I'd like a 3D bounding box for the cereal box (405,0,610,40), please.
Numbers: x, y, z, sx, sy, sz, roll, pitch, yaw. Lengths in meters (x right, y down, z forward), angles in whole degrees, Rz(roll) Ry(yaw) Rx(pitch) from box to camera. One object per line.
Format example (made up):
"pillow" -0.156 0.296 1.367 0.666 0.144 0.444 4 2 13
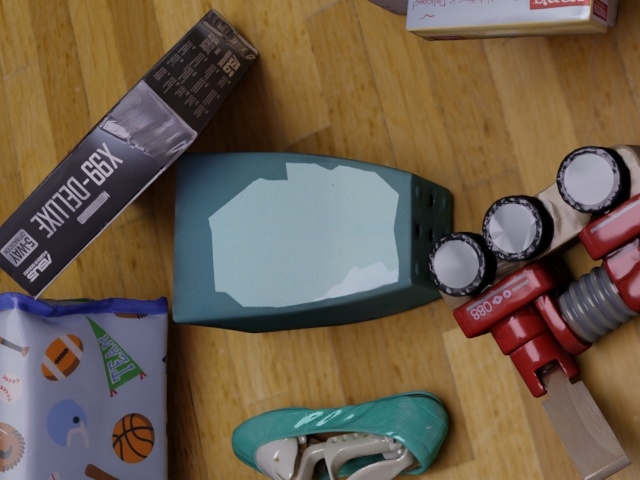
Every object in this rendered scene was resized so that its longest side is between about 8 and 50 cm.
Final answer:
"cereal box" 0.165 -0.292 1.149 0.173 0.047 0.240 3 86 33

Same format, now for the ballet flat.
"ballet flat" 0.006 0.205 1.314 0.247 0.083 0.087 -14 35 29

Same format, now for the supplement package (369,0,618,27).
"supplement package" 0.152 -0.286 1.268 0.244 0.134 0.139 9 89 34

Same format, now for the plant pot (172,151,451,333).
"plant pot" 0.000 0.000 1.315 0.234 0.165 0.166 -3 81 27

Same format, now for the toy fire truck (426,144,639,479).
"toy fire truck" 0.233 0.065 1.169 0.217 0.158 0.246 -34 78 24

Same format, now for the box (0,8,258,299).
"box" -0.194 -0.099 1.380 0.076 0.307 0.242 44 111 -10

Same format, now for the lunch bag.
"lunch bag" -0.356 0.226 1.479 0.385 0.238 0.328 -6 80 49
